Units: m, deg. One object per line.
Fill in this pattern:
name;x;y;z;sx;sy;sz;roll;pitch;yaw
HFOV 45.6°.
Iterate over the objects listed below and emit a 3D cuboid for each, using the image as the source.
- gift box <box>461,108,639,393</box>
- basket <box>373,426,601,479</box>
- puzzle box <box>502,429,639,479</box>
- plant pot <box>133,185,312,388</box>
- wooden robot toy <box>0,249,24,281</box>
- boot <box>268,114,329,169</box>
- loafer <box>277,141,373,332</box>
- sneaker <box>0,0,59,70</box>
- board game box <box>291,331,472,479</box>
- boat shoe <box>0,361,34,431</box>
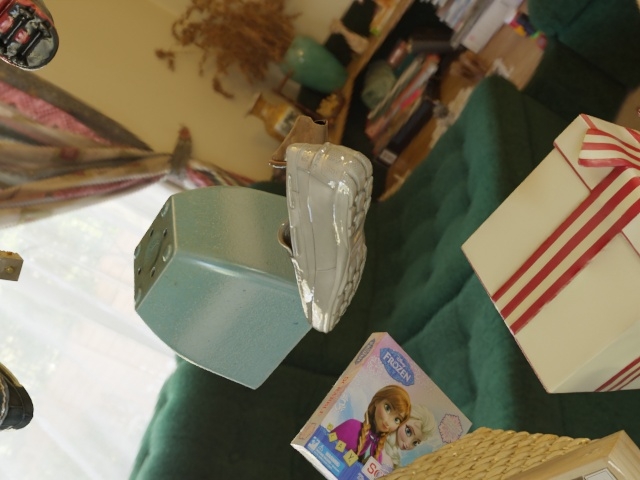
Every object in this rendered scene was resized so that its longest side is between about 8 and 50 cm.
gift box;0.346;0.020;0.860;0.258;0.276;0.255;-51;53;33
basket;0.300;0.497;1.273;0.328;0.331;0.266;-12;91;54
puzzle box;0.344;0.425;0.824;0.052;0.409;0.272;-30;-10;-46
plant pot;-0.166;0.054;1.255;0.248;0.252;0.247;-50;34;30
wooden robot toy;-0.422;0.015;0.830;0.079;0.173;0.076;29;119;50
boot;-0.036;-0.198;1.611;0.305;0.112;0.115;-166;81;-74
loafer;0.000;0.000;1.026;0.112;0.111;0.319;-52;-24;-42
sneaker;-0.486;-0.360;1.076;0.097;0.276;0.135;-43;22;9
board game box;0.145;0.425;1.677;0.318;0.319;0.066;-51;17;-25
boat shoe;-0.376;0.119;0.726;0.079;0.254;0.095;35;-109;-60
